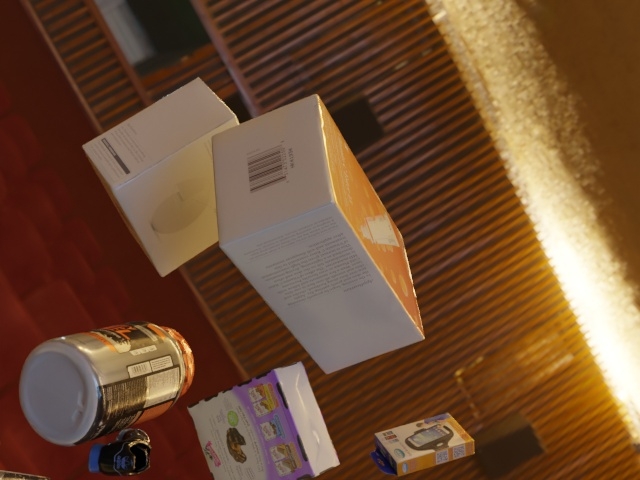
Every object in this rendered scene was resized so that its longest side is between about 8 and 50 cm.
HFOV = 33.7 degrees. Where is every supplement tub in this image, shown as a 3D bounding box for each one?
[{"bbox_3d":[-0.384,0.255,1.956,0.194,0.316,0.193,2,-86,27],"label":"supplement tub"}]

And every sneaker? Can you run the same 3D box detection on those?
[{"bbox_3d":[-0.360,0.412,2.028,0.232,0.091,0.081,1,92,-78],"label":"sneaker"}]

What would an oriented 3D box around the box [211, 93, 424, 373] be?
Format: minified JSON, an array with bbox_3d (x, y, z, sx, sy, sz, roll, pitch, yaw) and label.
[{"bbox_3d":[0.000,0.000,1.516,0.345,0.168,0.215,55,19,-46],"label":"box"}]

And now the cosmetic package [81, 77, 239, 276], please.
[{"bbox_3d":[-0.229,-0.103,1.723,0.138,0.225,0.224,49,-14,39],"label":"cosmetic package"}]

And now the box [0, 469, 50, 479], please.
[{"bbox_3d":[-0.490,0.485,1.674,0.183,0.056,0.231,36,34,-59],"label":"box"}]

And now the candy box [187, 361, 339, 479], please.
[{"bbox_3d":[-0.089,0.292,1.589,0.196,0.070,0.164,-26,-100,35],"label":"candy box"}]

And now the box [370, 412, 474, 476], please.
[{"bbox_3d":[0.140,0.291,1.503,0.081,0.136,0.028,-136,-142,-60],"label":"box"}]
